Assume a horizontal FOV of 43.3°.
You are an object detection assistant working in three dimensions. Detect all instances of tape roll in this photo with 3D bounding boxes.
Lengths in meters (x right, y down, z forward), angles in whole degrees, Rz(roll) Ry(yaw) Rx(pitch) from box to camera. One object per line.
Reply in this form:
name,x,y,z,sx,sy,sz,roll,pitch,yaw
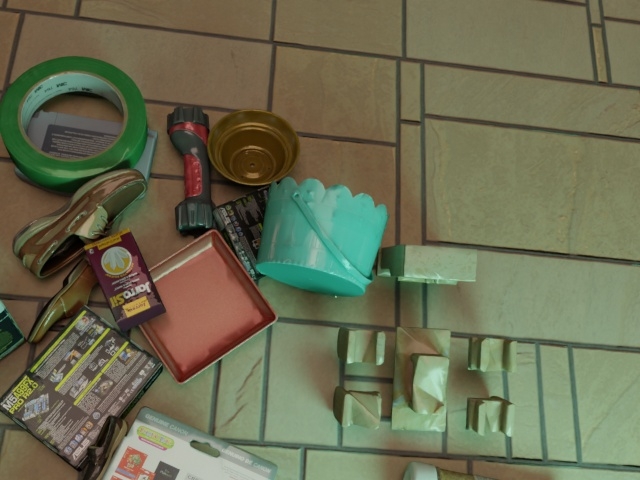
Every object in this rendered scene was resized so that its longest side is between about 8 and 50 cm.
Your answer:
tape roll,-0.559,-0.267,1.840,0.321,0.077,0.321,4,66,-8

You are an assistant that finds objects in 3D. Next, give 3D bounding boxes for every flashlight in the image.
flashlight,-0.305,-0.161,1.879,0.103,0.103,0.304,-10,68,14

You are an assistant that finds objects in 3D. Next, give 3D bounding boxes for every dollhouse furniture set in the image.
dollhouse furniture set,0.218,0.213,1.775,0.362,0.256,0.394,4,87,-7

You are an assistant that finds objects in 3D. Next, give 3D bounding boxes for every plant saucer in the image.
plant saucer,-0.268,0.145,1.769,0.259,0.048,0.258,-33,76,-15

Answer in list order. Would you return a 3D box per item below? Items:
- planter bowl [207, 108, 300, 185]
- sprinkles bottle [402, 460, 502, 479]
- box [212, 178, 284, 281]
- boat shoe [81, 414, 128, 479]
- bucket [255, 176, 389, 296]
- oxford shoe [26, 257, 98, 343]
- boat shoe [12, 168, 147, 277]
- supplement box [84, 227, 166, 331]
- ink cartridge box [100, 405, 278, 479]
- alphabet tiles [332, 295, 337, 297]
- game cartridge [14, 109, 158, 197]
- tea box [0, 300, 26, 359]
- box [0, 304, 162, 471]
planter bowl,-0.160,-0.200,1.919,0.217,0.090,0.217,3,61,-6
sprinkles bottle,0.346,0.550,1.663,0.355,0.121,0.121,13,66,-3
box,-0.126,-0.021,1.845,0.184,0.045,0.190,-25,87,-26
boat shoe,-0.435,0.415,1.580,0.049,0.056,0.152,40,59,-28
bucket,0.000,0.000,1.716,0.281,0.281,0.183,14,76,-3
oxford shoe,-0.545,0.141,1.728,0.076,0.076,0.212,42,69,-18
boat shoe,-0.508,-0.032,1.762,0.324,0.123,0.116,-37,65,-4
supplement box,-0.414,0.084,1.714,0.104,0.081,0.188,-24,74,-11
ink cartridge box,-0.273,0.514,1.575,0.309,0.130,0.272,25,66,1
alphabet tiles,0.012,0.011,1.865,0.237,0.009,0.198,32,67,-14
game cartridge,-0.544,-0.192,1.880,0.297,0.062,0.198,9,70,-5
tea box,-0.784,0.176,1.533,0.329,0.323,0.220,-39,78,-22
box,-0.493,0.302,1.671,0.216,0.060,0.270,34,66,7
